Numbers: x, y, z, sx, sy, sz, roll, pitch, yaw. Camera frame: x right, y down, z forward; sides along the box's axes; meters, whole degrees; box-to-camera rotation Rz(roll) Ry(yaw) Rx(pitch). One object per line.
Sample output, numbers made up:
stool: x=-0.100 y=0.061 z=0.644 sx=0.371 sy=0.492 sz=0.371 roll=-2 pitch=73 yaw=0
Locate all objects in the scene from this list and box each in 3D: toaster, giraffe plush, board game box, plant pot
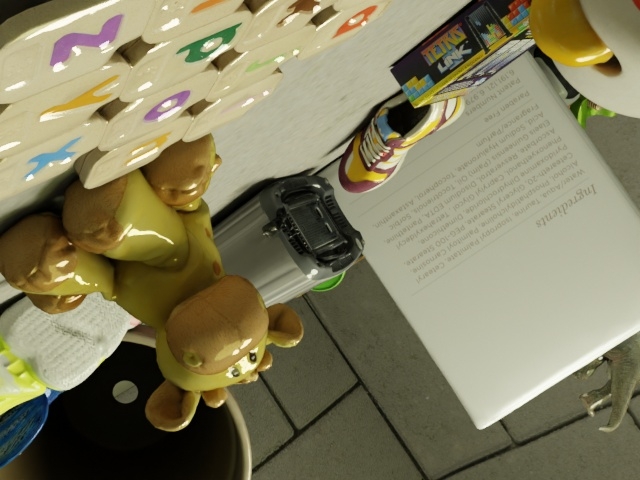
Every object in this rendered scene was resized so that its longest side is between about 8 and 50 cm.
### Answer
toaster: x=-0.056 y=0.013 z=1.052 sx=0.146 sy=0.129 sz=0.227 roll=-33 pitch=178 yaw=23
giraffe plush: x=-0.104 y=0.038 z=0.645 sx=0.181 sy=0.170 sz=0.210 roll=-34 pitch=176 yaw=4
board game box: x=0.160 y=-0.193 z=0.872 sx=0.141 sy=0.048 sz=0.170 roll=-33 pitch=177 yaw=27
plant pot: x=-0.256 y=0.236 z=1.148 sx=0.323 sy=0.323 sz=0.280 roll=-34 pitch=-168 yaw=-1

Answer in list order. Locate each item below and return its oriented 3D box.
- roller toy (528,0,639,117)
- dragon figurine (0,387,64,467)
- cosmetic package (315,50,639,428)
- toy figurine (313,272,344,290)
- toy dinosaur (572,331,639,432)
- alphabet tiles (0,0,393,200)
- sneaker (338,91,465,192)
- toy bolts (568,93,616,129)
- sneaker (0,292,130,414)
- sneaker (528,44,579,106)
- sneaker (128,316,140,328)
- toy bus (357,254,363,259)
roller toy: x=0.276 y=-0.201 z=0.698 sx=0.146 sy=0.209 sz=0.191 roll=103 pitch=5 yaw=-84
dragon figurine: x=-0.316 y=0.170 z=0.885 sx=0.289 sy=0.085 sz=0.144 roll=-49 pitch=-176 yaw=-18
cosmetic package: x=0.242 y=-0.006 z=1.277 sx=0.327 sy=0.393 sz=0.329 roll=-34 pitch=175 yaw=5
toy figurine: x=0.000 y=0.000 z=1.599 sx=0.173 sy=0.130 sz=0.159 roll=-10 pitch=-160 yaw=33
toy dinosaur: x=0.430 y=0.153 z=1.253 sx=0.314 sy=0.121 sz=0.160 roll=-22 pitch=156 yaw=-50
alphabet tiles: x=-0.043 y=-0.110 z=0.444 sx=0.278 sy=0.021 sz=0.284 roll=-31 pitch=175 yaw=-29
sneaker: x=0.074 y=-0.119 z=1.012 sx=0.185 sy=0.069 sz=0.084 roll=-43 pitch=163 yaw=29
toy bolts: x=0.496 y=-0.336 z=1.586 sx=0.229 sy=0.158 sz=0.218 roll=-22 pitch=132 yaw=-20
sneaker: x=-0.290 y=0.109 z=0.799 sx=0.240 sy=0.091 sz=0.126 roll=-32 pitch=-166 yaw=-32
sneaker: x=0.391 y=-0.283 z=1.299 sx=0.153 sy=0.101 sz=0.268 roll=-37 pitch=-179 yaw=31
sneaker: x=-0.197 y=0.058 z=1.029 sx=0.070 sy=0.051 sz=0.134 roll=-36 pitch=179 yaw=9
toy bus: x=0.034 y=0.007 z=1.808 sx=0.130 sy=0.108 sz=0.333 roll=-35 pitch=176 yaw=29
